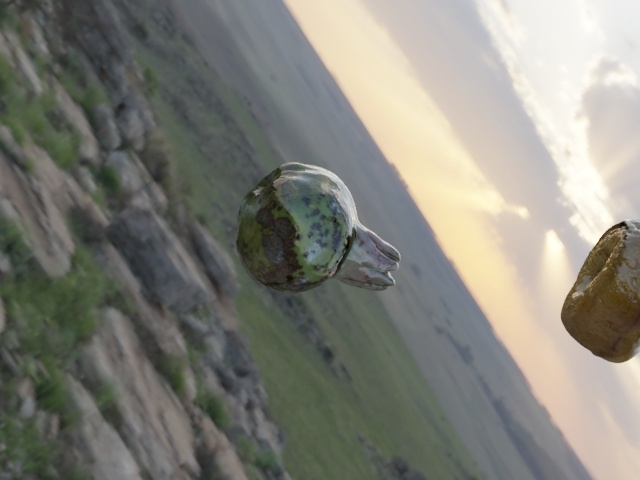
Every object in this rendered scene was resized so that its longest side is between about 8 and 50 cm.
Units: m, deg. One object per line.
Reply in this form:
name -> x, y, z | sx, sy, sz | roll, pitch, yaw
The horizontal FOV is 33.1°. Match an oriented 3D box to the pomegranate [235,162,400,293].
pomegranate -> -0.001, -0.012, 1.054 | 0.138, 0.163, 0.125 | -96, -173, -75

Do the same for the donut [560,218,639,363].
donut -> 0.594, 0.093, 2.113 | 0.150, 0.317, 0.299 | 29, 47, 4
